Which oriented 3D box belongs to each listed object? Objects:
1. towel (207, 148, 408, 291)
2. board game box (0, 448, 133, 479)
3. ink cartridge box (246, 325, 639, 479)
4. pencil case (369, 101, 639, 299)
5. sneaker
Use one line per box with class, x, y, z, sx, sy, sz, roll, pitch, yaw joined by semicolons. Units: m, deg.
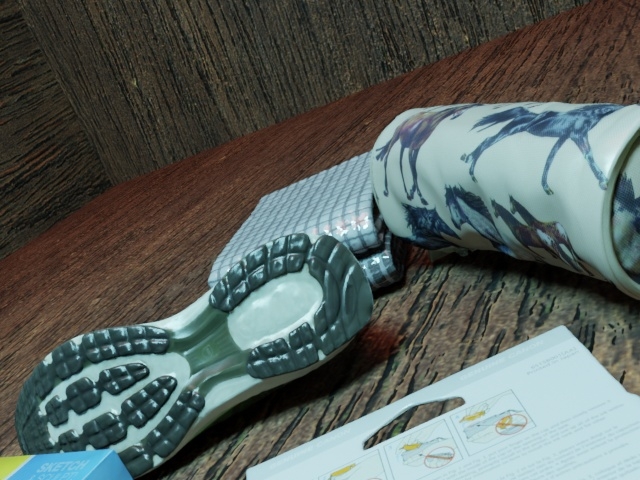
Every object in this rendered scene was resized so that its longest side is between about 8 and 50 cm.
towel;0.000;0.000;1.095;0.235;0.121;0.284;-21;18;18
board game box;-0.350;0.299;0.749;0.316;0.064;0.242;-14;19;35
ink cartridge box;0.082;0.174;0.513;0.275;0.060;0.239;-25;15;2
pencil case;0.212;-0.046;0.815;0.160;0.183;0.410;-35;20;-17
sneaker;-0.124;0.142;0.876;0.410;0.158;0.182;-25;-15;5
